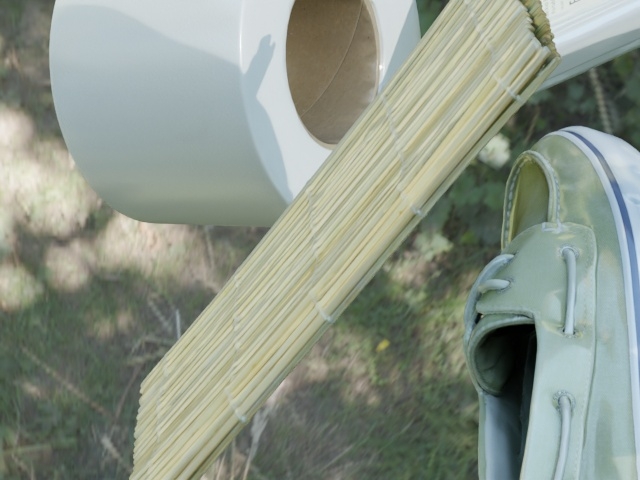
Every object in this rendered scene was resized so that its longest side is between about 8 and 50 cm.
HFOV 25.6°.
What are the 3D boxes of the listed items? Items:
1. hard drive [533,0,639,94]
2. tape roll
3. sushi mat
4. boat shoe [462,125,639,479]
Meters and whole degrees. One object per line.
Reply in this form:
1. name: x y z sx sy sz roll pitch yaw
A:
1. hard drive: 0.231 -0.217 0.961 0.040 0.307 0.203 47 33 -35
2. tape roll: -0.055 -0.131 1.033 0.169 0.246 0.246 2 61 33
3. sushi mat: 0.000 0.000 0.701 0.019 0.151 0.316 34 108 -16
4. boat shoe: 0.117 0.046 0.673 0.094 0.109 0.302 13 41 -13
